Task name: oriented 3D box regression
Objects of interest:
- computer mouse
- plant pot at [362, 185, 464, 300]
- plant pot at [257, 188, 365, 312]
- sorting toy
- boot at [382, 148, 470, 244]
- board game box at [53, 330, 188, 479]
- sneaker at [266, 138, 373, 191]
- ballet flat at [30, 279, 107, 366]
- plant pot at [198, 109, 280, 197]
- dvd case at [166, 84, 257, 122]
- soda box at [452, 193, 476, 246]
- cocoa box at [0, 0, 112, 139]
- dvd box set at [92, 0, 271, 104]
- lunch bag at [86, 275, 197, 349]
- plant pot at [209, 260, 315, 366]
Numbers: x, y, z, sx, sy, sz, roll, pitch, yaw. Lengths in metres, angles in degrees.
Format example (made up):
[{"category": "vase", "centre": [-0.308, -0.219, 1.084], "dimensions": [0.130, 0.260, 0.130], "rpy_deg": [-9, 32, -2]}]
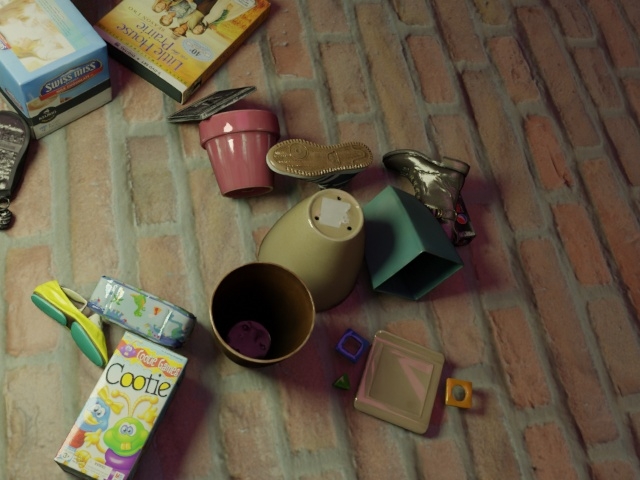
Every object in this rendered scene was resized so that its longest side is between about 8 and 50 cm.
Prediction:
[{"category": "computer mouse", "centre": [-0.760, -0.170, 1.594], "dimensions": [0.188, 0.072, 0.272], "rpy_deg": [19, 74, -7]}, {"category": "plant pot", "centre": [0.204, -0.005, 1.686], "dimensions": [0.165, 0.165, 0.234], "rpy_deg": [18, 43, -42]}, {"category": "plant pot", "centre": [0.000, 0.000, 1.590], "dimensions": [0.256, 0.274, 0.257], "rpy_deg": [5, 64, -11]}, {"category": "sorting toy", "centre": [0.185, 0.331, 1.613], "dimensions": [0.347, 0.047, 0.196], "rpy_deg": [22, 66, -3]}, {"category": "boot", "centre": [0.256, -0.110, 1.800], "dimensions": [0.262, 0.091, 0.229], "rpy_deg": [13, 82, 28]}, {"category": "board game box", "centre": [-0.396, 0.351, 1.396], "dimensions": [0.142, 0.144, 0.275], "rpy_deg": [25, 61, -2]}, {"category": "sneaker", "centre": [-0.022, -0.176, 1.723], "dimensions": [0.282, 0.153, 0.099], "rpy_deg": [-5, 72, -28]}, {"category": "ballet flat", "centre": [-0.522, 0.170, 1.492], "dimensions": [0.231, 0.077, 0.077], "rpy_deg": [41, 48, 8]}, {"category": "plant pot", "centre": [-0.190, -0.205, 1.694], "dimensions": [0.201, 0.201, 0.180], "rpy_deg": [-6, 83, -17]}, {"category": "dvd case", "centre": [-0.276, -0.340, 1.728], "dimensions": [0.164, 0.221, 0.018], "rpy_deg": [-35, 115, -26]}, {"category": "soda box", "centre": [0.354, -0.070, 1.835], "dimensions": [0.053, 0.060, 0.169], "rpy_deg": [-7, 66, -19]}, {"category": "cocoa box", "centre": [-0.698, -0.471, 1.656], "dimensions": [0.231, 0.228, 0.347], "rpy_deg": [-36, 78, -26]}, {"category": "dvd box set", "centre": [-0.376, -0.599, 1.894], "dimensions": [0.307, 0.062, 0.420], "rpy_deg": [35, 62, 4]}, {"category": "lunch bag", "centre": [-0.376, 0.156, 1.477], "dimensions": [0.218, 0.176, 0.090], "rpy_deg": [25, 81, -4]}, {"category": "plant pot", "centre": [-0.142, 0.188, 1.488], "dimensions": [0.215, 0.230, 0.216], "rpy_deg": [6, 64, -13]}]
